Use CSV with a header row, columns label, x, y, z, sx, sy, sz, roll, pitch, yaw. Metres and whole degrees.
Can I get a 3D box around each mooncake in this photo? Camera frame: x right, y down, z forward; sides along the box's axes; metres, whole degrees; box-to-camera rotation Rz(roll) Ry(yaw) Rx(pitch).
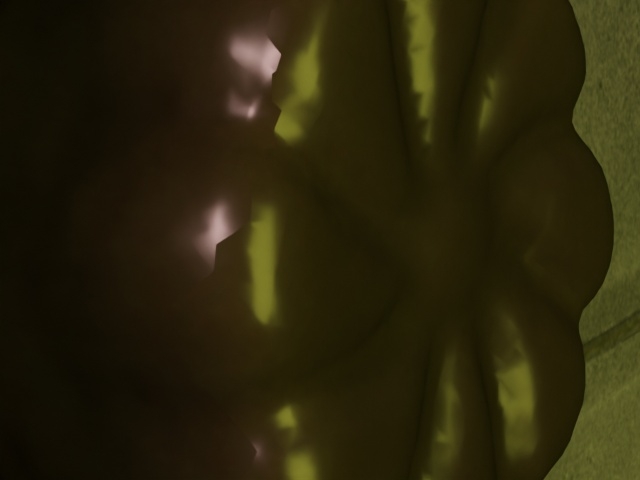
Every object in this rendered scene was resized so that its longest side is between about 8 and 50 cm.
label,x,y,z,sx,sy,sz,roll,pitch,yaw
mooncake,0.000,0.000,0.819,0.378,0.201,0.378,-13,107,-51
